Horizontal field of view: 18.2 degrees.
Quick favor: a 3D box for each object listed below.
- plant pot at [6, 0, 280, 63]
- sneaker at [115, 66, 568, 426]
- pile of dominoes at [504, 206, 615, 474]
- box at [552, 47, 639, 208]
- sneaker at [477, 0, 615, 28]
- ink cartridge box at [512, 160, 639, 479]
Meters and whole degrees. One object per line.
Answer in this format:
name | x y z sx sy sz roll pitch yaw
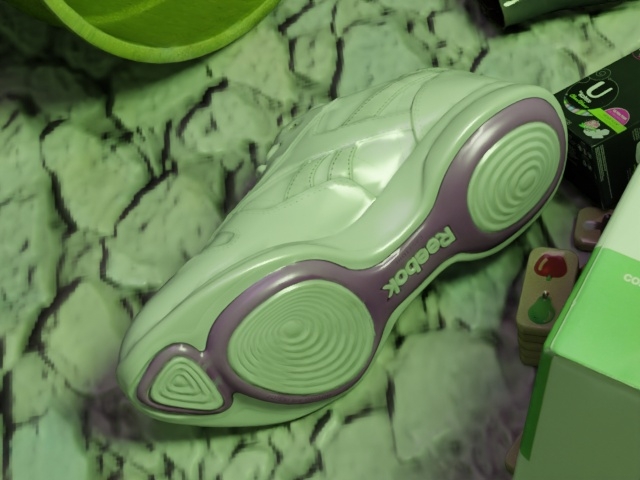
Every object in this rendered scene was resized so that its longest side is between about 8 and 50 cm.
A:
plant pot | -0.216 -0.326 1.329 0.353 0.366 0.366 15 54 34
sneaker | 0.000 0.000 1.177 0.305 0.114 0.152 -35 37 -19
pile of dominoes | 0.236 0.058 1.117 0.251 0.040 0.196 6 53 14
box | 0.186 -0.070 1.213 0.083 0.052 0.062 -28 41 -14
sneaker | 0.135 -0.242 1.343 0.118 0.083 0.222 -17 52 -5
ink cartridge box | 0.207 0.020 1.011 0.117 0.201 0.278 24 60 14
